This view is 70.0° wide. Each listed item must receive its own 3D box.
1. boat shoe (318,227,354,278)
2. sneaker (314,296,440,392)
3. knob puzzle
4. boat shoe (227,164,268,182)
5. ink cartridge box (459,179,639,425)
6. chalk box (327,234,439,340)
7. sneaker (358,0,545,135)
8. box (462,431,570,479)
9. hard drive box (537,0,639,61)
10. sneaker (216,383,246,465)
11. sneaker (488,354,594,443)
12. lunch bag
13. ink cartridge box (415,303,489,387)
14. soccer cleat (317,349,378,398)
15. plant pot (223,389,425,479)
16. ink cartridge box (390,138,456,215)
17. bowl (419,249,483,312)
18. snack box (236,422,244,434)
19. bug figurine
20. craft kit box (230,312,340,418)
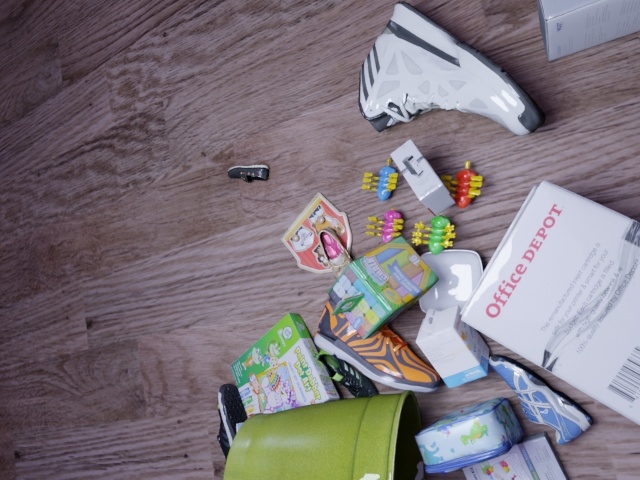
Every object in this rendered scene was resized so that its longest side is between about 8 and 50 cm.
[{"bbox_3d":[0.041,0.046,1.124,0.063,0.059,0.170,-34,83,10],"label":"boat shoe"},{"bbox_3d":[0.135,0.208,1.043,0.321,0.124,0.180,20,97,28],"label":"sneaker"},{"bbox_3d":[0.000,0.000,1.184,0.213,0.030,0.213,-2,85,27],"label":"knob puzzle"},{"bbox_3d":[-0.209,-0.187,1.298,0.132,0.049,0.042,1,78,24],"label":"boat shoe"},{"bbox_3d":[0.494,0.109,0.808,0.394,0.166,0.286,31,100,17],"label":"ink cartridge box"},{"bbox_3d":[0.115,0.106,0.950,0.132,0.213,0.132,51,141,16],"label":"chalk box"},{"bbox_3d":[0.255,-0.309,1.021,0.258,0.169,0.448,-53,57,24],"label":"sneaker"},{"bbox_3d":[0.400,0.490,0.930,0.186,0.038,0.145,-29,73,24],"label":"box"},{"bbox_3d":[0.535,-0.447,0.848,0.232,0.181,0.089,-13,80,26],"label":"hard drive box"},{"bbox_3d":[-0.255,0.516,1.250,0.097,0.084,0.235,-23,76,26],"label":"sneaker"},{"bbox_3d":[0.421,0.310,0.908,0.211,0.080,0.081,39,101,26],"label":"sneaker"},{"bbox_3d":[0.289,0.379,0.895,0.176,0.219,0.090,-28,68,23],"label":"lunch bag"},{"bbox_3d":[0.272,0.212,0.953,0.089,0.092,0.143,-31,99,31],"label":"ink cartridge box"},{"bbox_3d":[0.061,0.329,1.096,0.179,0.072,0.060,42,107,14],"label":"soccer cleat"},{"bbox_3d":[0.010,0.488,0.927,0.352,0.366,0.367,-4,84,20],"label":"plant pot"},{"bbox_3d":[0.214,-0.130,0.955,0.056,0.099,0.135,-36,57,17],"label":"ink cartridge box"},{"bbox_3d":[0.291,0.092,1.009,0.142,0.053,0.142,-4,85,29],"label":"bowl"},{"bbox_3d":[-0.173,0.528,1.137,0.064,0.178,0.022,-5,119,-11],"label":"snack box"},{"bbox_3d":[0.222,-0.081,1.038,0.278,0.072,0.217,9,78,33],"label":"bug figurine"},{"bbox_3d":[-0.100,0.357,1.164,0.246,0.061,0.250,-42,54,16],"label":"craft kit box"}]
